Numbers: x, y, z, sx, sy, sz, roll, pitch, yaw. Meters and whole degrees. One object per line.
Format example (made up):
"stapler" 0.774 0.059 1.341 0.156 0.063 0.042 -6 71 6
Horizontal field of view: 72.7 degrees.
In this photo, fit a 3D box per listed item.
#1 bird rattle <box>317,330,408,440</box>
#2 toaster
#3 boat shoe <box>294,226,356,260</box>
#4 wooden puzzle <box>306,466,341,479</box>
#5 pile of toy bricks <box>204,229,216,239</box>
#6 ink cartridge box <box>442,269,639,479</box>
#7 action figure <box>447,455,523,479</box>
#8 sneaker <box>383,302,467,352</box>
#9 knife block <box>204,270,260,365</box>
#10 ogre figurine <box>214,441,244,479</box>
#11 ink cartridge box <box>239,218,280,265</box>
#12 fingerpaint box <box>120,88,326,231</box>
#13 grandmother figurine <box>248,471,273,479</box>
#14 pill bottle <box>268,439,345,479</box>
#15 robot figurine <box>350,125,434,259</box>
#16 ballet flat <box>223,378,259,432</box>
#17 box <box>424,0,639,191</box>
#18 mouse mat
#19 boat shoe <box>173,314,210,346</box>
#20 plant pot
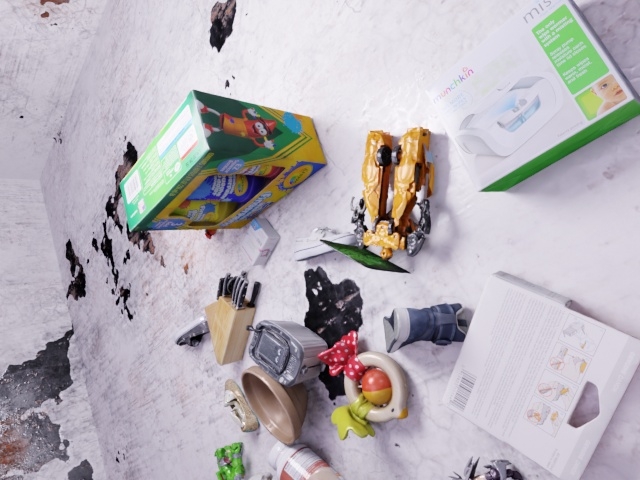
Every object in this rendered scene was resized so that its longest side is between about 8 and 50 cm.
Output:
"bird rattle" 0.116 0.347 1.061 0.206 0.143 0.254 -14 70 31
"toaster" -0.089 0.297 1.191 0.227 0.146 0.129 23 97 39
"boat shoe" 0.000 0.000 1.140 0.226 0.083 0.076 -18 82 43
"wooden puzzle" 0.028 0.760 1.032 0.322 0.080 0.348 42 108 21
"pile of toy bricks" -0.411 -0.101 1.527 0.105 0.118 0.212 -49 39 2
"ink cartridge box" 0.392 0.242 0.797 0.261 0.066 0.297 27 111 36
"action figure" 0.367 0.532 0.826 0.285 0.099 0.186 14 109 46
"sneaker" 0.225 0.192 0.943 0.226 0.163 0.086 98 168 -71
"knife block" -0.267 0.244 1.405 0.242 0.088 0.276 -27 74 42
"ogre figurine" -0.312 0.762 1.479 0.197 0.096 0.118 -29 61 29
"ink cartridge box" -0.189 0.005 1.341 0.088 0.052 0.122 51 123 29
"fingerpaint box" -0.271 -0.179 1.188 0.444 0.371 0.163 -30 72 40
"grandmother figurine" -0.091 0.772 1.233 0.342 0.104 0.208 13 123 40
"pill bottle" -0.042 0.646 1.197 0.216 0.121 0.121 22 108 41
"robot figurine" 0.167 -0.101 0.976 0.211 0.085 0.291 9 98 43
"ballet flat" -0.282 0.551 1.453 0.206 0.067 0.073 42 120 34
"box" 0.359 -0.247 0.759 0.262 0.126 0.231 -34 72 40
"mouse mat" 0.103 0.037 0.975 0.152 0.189 0.007 30 103 38
"boat shoe" -0.470 0.356 1.619 0.228 0.080 0.076 -36 67 31
"plant pot" -0.114 0.444 1.236 0.237 0.109 0.238 29 133 36
